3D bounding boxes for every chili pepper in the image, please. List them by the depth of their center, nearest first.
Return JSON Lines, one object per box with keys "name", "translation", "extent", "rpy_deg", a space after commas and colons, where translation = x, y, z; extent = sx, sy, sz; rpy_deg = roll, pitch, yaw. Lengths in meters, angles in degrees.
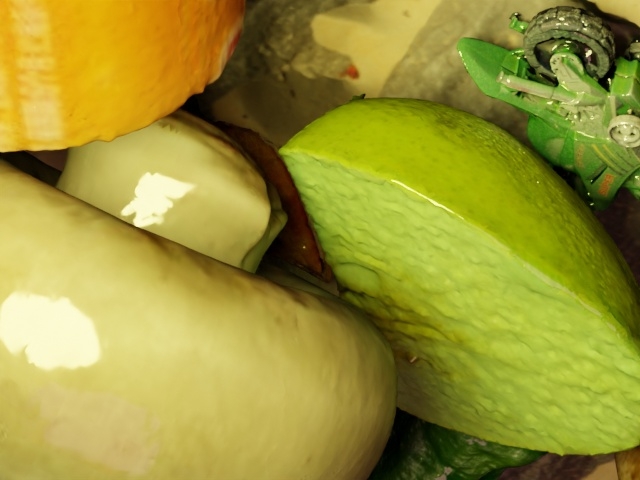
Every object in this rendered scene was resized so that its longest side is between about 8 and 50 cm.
{"name": "chili pepper", "translation": [0.092, 0.162, 1.522], "extent": [0.099, 0.136, 0.270], "rpy_deg": [46, 128, -5]}

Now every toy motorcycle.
{"name": "toy motorcycle", "translation": [0.174, -0.079, 1.264], "extent": [0.106, 0.074, 0.190], "rpy_deg": [-13, 136, 37]}

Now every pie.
{"name": "pie", "translation": [-0.064, -0.036, 1.333], "extent": [0.191, 0.033, 0.088], "rpy_deg": [20, 113, 41]}

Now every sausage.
{"name": "sausage", "translation": [-0.155, -0.216, 1.035], "extent": [0.233, 0.233, 0.287], "rpy_deg": [7, 140, 3]}

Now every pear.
{"name": "pear", "translation": [0.129, 0.021, 1.240], "extent": [0.239, 0.139, 0.288], "rpy_deg": [27, 154, 34]}

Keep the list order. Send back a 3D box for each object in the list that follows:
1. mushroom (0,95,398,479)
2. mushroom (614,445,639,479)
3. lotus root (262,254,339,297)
{"name": "mushroom", "translation": [-0.115, 0.027, 1.179], "extent": [0.362, 0.295, 0.362], "rpy_deg": [26, 179, 0]}
{"name": "mushroom", "translation": [0.381, 0.108, 1.266], "extent": [0.331, 0.334, 0.356], "rpy_deg": [15, 150, -8]}
{"name": "lotus root", "translation": [-0.001, 0.000, 1.371], "extent": [0.077, 0.090, 0.183], "rpy_deg": [-11, 147, -19]}
